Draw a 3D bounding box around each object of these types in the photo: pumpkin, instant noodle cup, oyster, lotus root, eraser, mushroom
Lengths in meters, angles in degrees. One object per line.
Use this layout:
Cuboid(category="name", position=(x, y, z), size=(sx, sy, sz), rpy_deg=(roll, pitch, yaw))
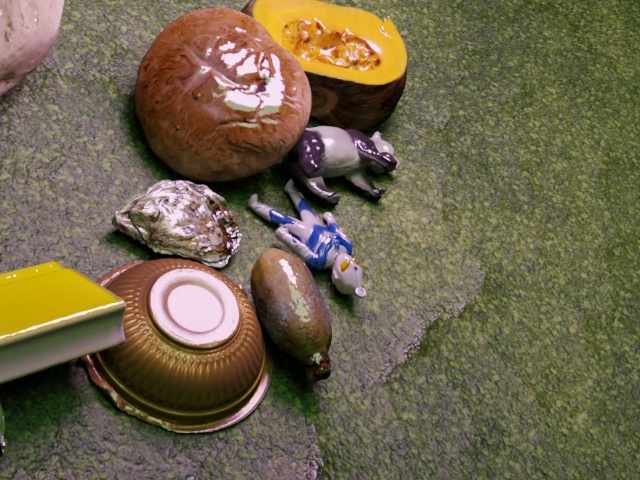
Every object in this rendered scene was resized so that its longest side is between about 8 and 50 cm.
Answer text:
Cuboid(category="pumpkin", position=(-0.012, -0.308, 1.907), size=(0.317, 0.139, 0.221), rpy_deg=(8, 53, -20))
Cuboid(category="instant noodle cup", position=(-0.173, 0.109, 1.491), size=(0.274, 0.090, 0.274), rpy_deg=(15, 47, -16))
Cuboid(category="oyster", position=(-0.194, -0.024, 1.612), size=(0.177, 0.064, 0.125), rpy_deg=(30, 46, -10))
Cuboid(category="lotus root", position=(-0.033, 0.102, 1.560), size=(0.088, 0.113, 0.192), rpy_deg=(-25, 67, 0))
Cuboid(category="eraser", position=(-0.360, 0.096, 1.364), size=(0.158, 0.069, 0.226), rpy_deg=(23, 27, 40))
Cuboid(category="mushroom", position=(-0.146, -0.220, 1.719), size=(0.278, 0.146, 0.278), rpy_deg=(-1, 69, 4))

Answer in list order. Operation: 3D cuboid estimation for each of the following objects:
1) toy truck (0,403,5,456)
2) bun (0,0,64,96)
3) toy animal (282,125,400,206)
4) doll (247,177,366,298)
Cuboid(category="toy truck", position=(-0.453, 0.223, 1.234), size=(0.242, 0.101, 0.125), rpy_deg=(-9, 53, -37))
Cuboid(category="bun", position=(-0.540, -0.335, 1.573), size=(0.362, 0.234, 0.326), rpy_deg=(14, 53, -9))
Cuboid(category="toy animal", position=(0.037, -0.126, 1.813), size=(0.225, 0.094, 0.121), rpy_deg=(-7, 48, -32))
Cuboid(category="doll", position=(0.000, 0.000, 1.704), size=(0.114, 0.057, 0.227), rpy_deg=(-21, 61, -44))
